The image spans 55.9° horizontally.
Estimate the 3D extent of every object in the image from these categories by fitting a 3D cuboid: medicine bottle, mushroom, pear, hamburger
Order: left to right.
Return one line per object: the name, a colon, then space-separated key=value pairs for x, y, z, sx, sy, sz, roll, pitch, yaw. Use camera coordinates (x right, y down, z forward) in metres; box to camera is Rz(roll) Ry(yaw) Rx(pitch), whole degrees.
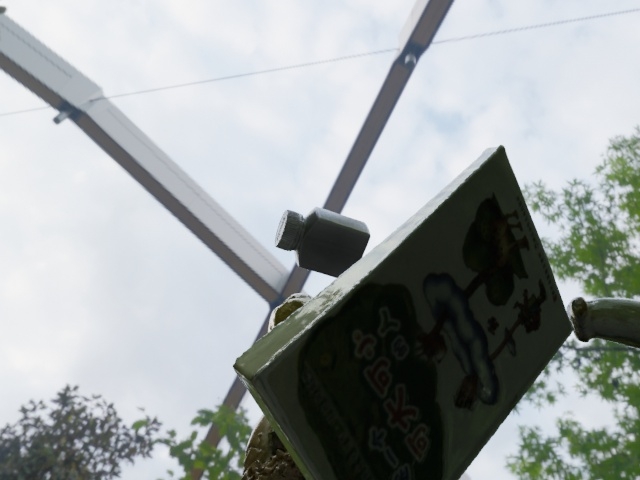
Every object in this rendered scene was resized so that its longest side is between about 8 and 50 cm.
pear: x=-0.040 y=0.206 z=1.381 sx=0.178 sy=0.178 sz=0.178 roll=4 pitch=-56 yaw=6
hamburger: x=-0.019 y=0.366 z=0.946 sx=0.146 sy=0.286 sz=0.243 roll=-9 pitch=-94 yaw=20
medicine bottle: x=0.000 y=0.000 z=1.344 sx=0.188 sy=0.088 sz=0.132 roll=18 pitch=-68 yaw=-14
mushroom: x=0.617 y=0.161 z=1.107 sx=0.312 sy=0.081 sz=0.100 roll=7 pitch=-43 yaw=29

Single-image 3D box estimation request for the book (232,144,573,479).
book: x=0.119 y=0.105 z=0.600 sx=0.043 sy=0.371 sz=0.260 roll=3 pitch=-53 yaw=55
